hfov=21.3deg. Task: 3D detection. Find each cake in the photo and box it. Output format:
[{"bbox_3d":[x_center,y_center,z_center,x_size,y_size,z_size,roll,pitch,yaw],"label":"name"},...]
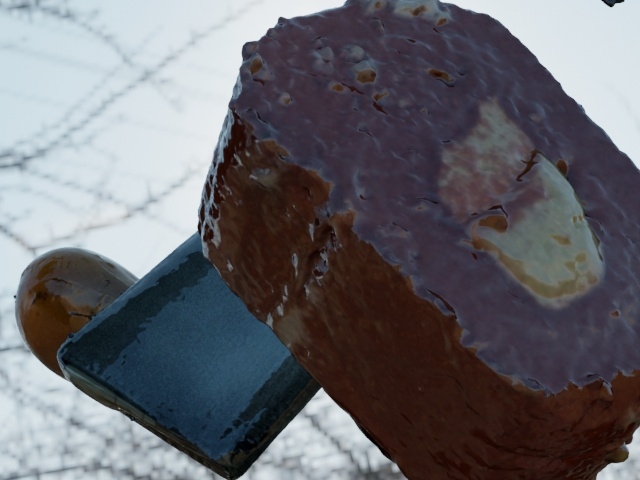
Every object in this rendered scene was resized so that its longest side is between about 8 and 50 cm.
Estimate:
[{"bbox_3d":[0.067,-0.001,0.872,0.177,0.283,0.151,-35,-20,-30],"label":"cake"}]

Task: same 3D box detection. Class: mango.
[{"bbox_3d":[-0.162,0.071,1.290,0.084,0.159,0.105,-26,-39,-59],"label":"mango"}]

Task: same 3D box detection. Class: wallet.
[{"bbox_3d":[0.000,0.000,1.207,0.379,0.191,0.046,-45,-47,-22],"label":"wallet"}]

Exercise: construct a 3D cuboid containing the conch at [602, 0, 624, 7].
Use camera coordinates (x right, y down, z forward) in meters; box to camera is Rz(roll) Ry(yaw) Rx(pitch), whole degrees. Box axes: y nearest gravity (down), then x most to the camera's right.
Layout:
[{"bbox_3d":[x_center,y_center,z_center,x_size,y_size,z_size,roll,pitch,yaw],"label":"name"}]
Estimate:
[{"bbox_3d":[0.290,-0.290,1.274,0.313,0.241,0.186,-35,-33,-40],"label":"conch"}]
